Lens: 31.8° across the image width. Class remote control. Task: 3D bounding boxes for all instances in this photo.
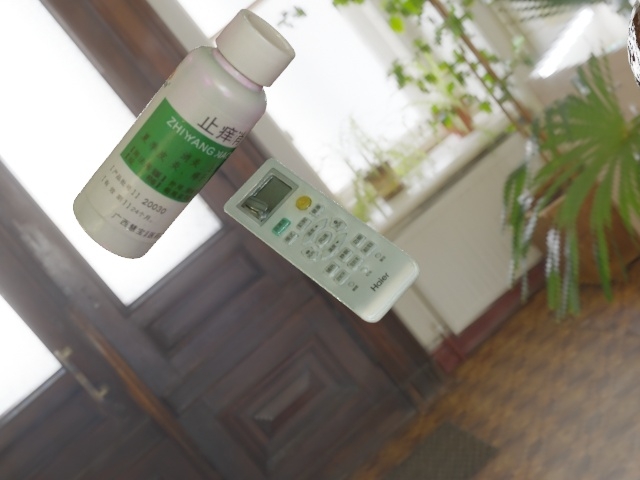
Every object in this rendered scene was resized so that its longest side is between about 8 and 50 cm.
[{"bbox_3d":[-0.001,-0.001,1.505,0.103,0.293,0.051,-47,-30,-10],"label":"remote control"}]

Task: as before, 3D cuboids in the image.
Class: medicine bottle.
[{"bbox_3d":[-0.130,-0.101,1.074,0.260,0.095,0.095,-50,6,18],"label":"medicine bottle"}]

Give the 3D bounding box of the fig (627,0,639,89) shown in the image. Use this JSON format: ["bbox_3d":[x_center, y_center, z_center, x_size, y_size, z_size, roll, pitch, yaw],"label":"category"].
[{"bbox_3d":[0.393,-0.222,1.184,0.186,0.204,0.249,-41,51,-4],"label":"fig"}]
